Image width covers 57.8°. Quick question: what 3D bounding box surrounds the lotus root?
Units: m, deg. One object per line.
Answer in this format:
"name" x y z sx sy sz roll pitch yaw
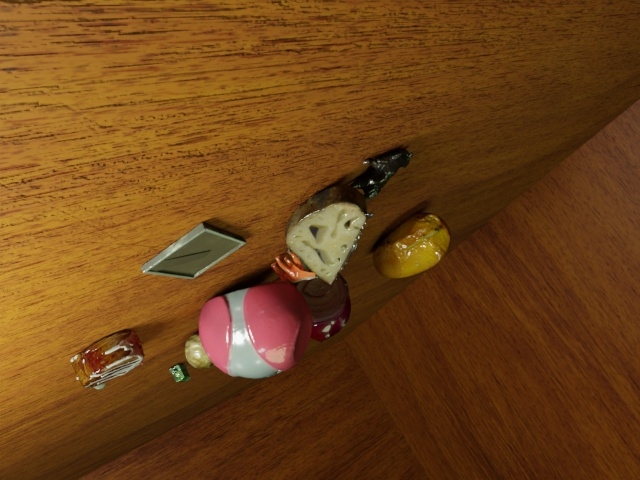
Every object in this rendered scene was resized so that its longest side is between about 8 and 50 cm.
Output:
"lotus root" 0.008 -0.014 1.284 0.170 0.074 0.261 16 133 -20

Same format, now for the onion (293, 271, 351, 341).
"onion" 0.001 0.215 1.883 0.216 0.206 0.207 -31 165 -8

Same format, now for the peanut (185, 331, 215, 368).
"peanut" -0.343 0.337 1.774 0.120 0.110 0.236 -44 168 -7

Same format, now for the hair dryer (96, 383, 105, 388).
"hair dryer" -0.547 0.341 1.521 0.124 0.038 0.063 -33 166 -19

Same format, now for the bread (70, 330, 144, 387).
"bread" -0.490 0.278 1.350 0.160 0.073 0.160 -30 165 -9

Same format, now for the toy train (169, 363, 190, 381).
"toy train" -0.476 0.451 1.968 0.038 0.056 0.093 -30 165 -3

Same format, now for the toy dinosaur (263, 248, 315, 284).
"toy dinosaur" -0.067 0.072 1.501 0.055 0.101 0.279 -35 180 -35

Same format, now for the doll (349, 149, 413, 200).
"doll" 0.138 -0.150 1.297 0.165 0.057 0.139 -28 162 -35

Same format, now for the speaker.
"speaker" -0.175 0.225 1.510 0.294 0.294 0.294 -30 165 -9

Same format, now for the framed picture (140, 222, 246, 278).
"framed picture" -0.245 0.026 1.155 0.150 0.015 0.203 -34 166 8

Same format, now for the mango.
"mango" 0.302 0.035 1.980 0.199 0.201 0.350 9 155 -23

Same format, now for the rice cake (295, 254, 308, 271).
"rice cake" 0.000 0.000 1.484 0.052 0.057 0.256 -20 161 -34
